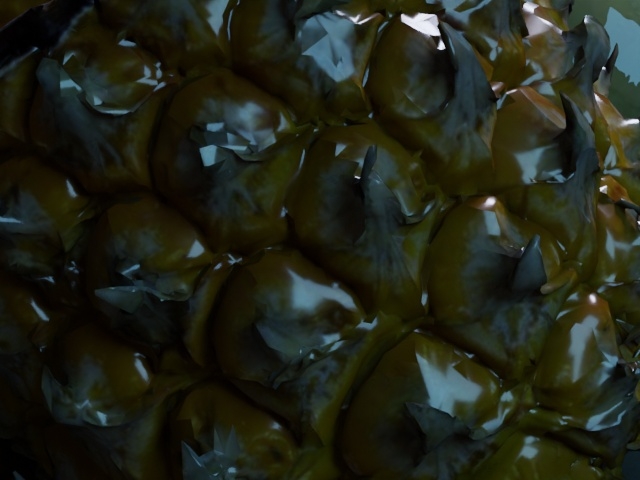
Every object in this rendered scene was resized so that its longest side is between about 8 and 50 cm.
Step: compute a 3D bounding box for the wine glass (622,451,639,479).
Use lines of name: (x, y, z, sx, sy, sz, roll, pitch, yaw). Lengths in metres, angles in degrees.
wine glass: (0.196, 0.172, 0.829, 0.190, 0.190, 0.357, 12, 61, -36)

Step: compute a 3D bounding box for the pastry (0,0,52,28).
pastry: (-0.162, -0.235, 0.792, 0.256, 0.170, 0.236, 23, 47, -22)

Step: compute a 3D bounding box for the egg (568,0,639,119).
egg: (0.166, -0.092, 0.953, 0.295, 0.218, 0.218, -11, 70, -59)

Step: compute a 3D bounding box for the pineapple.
pineapple: (-0.002, 0.002, 0.661, 0.300, 0.352, 0.352, 56, 42, -6)
